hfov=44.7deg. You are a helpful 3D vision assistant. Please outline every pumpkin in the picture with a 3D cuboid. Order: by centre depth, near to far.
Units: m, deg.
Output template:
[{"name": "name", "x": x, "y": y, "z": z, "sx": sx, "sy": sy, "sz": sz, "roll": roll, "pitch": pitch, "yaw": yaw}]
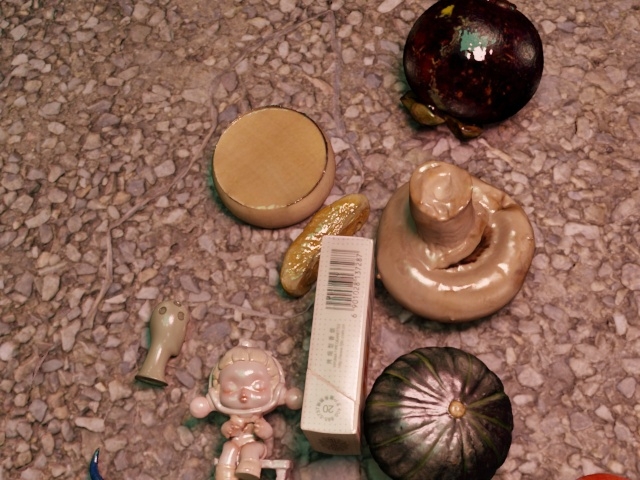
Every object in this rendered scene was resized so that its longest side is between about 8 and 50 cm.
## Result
[{"name": "pumpkin", "x": 0.187, "y": 0.297, "z": 1.279, "sx": 0.250, "sy": 0.216, "sz": 0.249, "roll": 8, "pitch": 72, "yaw": -27}]

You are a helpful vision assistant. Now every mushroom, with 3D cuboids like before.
[{"name": "mushroom", "x": 0.235, "y": -0.013, "z": 1.357, "sx": 0.293, "sy": 0.290, "sz": 0.292, "roll": -2, "pitch": 64, "yaw": 4}]

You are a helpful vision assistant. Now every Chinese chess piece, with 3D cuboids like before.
[{"name": "Chinese chess piece", "x": -0.094, "y": -0.147, "z": 1.554, "sx": 0.250, "sy": 0.103, "sz": 0.249, "roll": -2, "pitch": 67, "yaw": 5}]

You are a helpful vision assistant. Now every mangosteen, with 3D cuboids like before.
[{"name": "mangosteen", "x": 0.291, "y": -0.338, "z": 1.523, "sx": 0.288, "sy": 0.288, "sz": 0.288, "roll": -2, "pitch": 66, "yaw": 5}]

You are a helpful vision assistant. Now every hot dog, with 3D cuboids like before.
[{"name": "hot dog", "x": 0.000, "y": 0.000, "z": 1.490, "sx": 0.073, "sy": 0.084, "sz": 0.242, "roll": 35, "pitch": 75, "yaw": 17}]

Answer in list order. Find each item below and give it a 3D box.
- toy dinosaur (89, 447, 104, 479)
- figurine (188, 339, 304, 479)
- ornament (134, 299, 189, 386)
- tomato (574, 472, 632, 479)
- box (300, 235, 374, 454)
[{"name": "toy dinosaur", "x": -0.335, "y": 0.434, "z": 1.276, "sx": 0.075, "sy": 0.188, "sz": 0.247, "roll": -31, "pitch": 65, "yaw": -16}, {"name": "figurine", "x": -0.119, "y": 0.291, "z": 1.354, "sx": 0.182, "sy": 0.144, "sz": 0.256, "roll": -9, "pitch": 66, "yaw": 24}, {"name": "ornament", "x": -0.288, "y": 0.188, "z": 1.444, "sx": 0.081, "sy": 0.075, "sz": 0.156, "roll": 27, "pitch": 64, "yaw": -31}, {"name": "tomato", "x": 0.475, "y": 0.457, "z": 1.232, "sx": 0.173, "sy": 0.099, "sz": 0.189, "roll": -15, "pitch": 64, "yaw": 1}, {"name": "box", "x": 0.037, "y": 0.183, "z": 1.334, "sx": 0.095, "sy": 0.210, "sz": 0.330, "roll": 2, "pitch": 67, "yaw": 7}]
